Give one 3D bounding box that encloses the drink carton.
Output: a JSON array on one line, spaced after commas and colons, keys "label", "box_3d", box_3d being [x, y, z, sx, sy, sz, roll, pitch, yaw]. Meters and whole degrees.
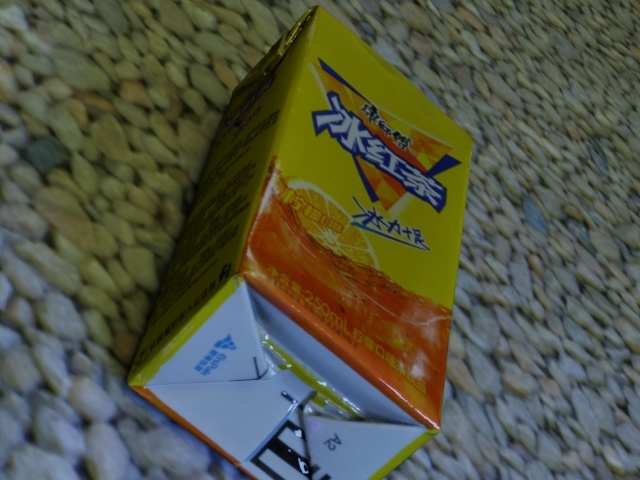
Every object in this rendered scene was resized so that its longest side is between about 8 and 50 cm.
[{"label": "drink carton", "box_3d": [0.000, 0.000, 1.125, 0.154, 0.111, 0.351, 39, 29, -15]}]
